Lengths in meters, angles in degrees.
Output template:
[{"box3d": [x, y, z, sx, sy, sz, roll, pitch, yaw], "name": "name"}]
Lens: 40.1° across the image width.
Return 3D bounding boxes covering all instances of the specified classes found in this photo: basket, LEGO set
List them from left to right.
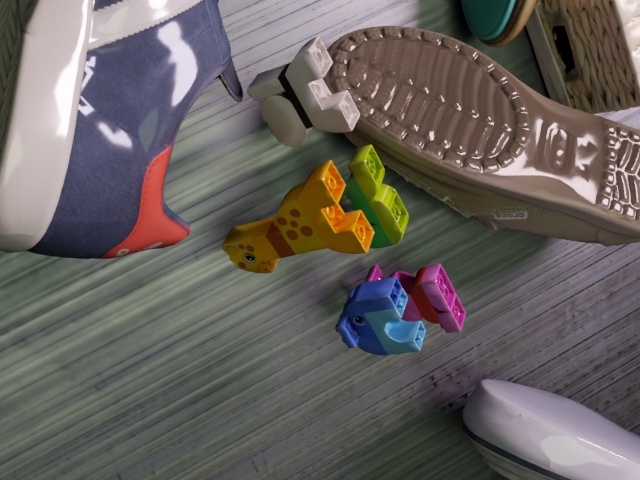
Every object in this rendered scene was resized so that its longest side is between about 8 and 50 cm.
[{"box3d": [0.000, 0.000, 0.558, 0.227, 0.093, 0.087, 59, 35, -28], "name": "LEGO set"}, {"box3d": [0.245, -0.165, 0.619, 0.167, 0.103, 0.113, -25, 104, -11], "name": "basket"}]

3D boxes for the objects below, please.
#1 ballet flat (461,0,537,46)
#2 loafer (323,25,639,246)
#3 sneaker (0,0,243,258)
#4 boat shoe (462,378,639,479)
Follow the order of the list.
[{"box3d": [0.136, -0.250, 0.590, 0.073, 0.080, 0.232, -11, 103, -30], "name": "ballet flat"}, {"box3d": [0.118, -0.056, 0.604, 0.268, 0.092, 0.102, 24, 64, -5], "name": "loafer"}, {"box3d": [-0.107, -0.158, 0.516, 0.148, 0.131, 0.350, 13, 89, -40], "name": "sneaker"}, {"box3d": [0.231, 0.232, 0.674, 0.367, 0.136, 0.157, 27, 93, -29], "name": "boat shoe"}]
